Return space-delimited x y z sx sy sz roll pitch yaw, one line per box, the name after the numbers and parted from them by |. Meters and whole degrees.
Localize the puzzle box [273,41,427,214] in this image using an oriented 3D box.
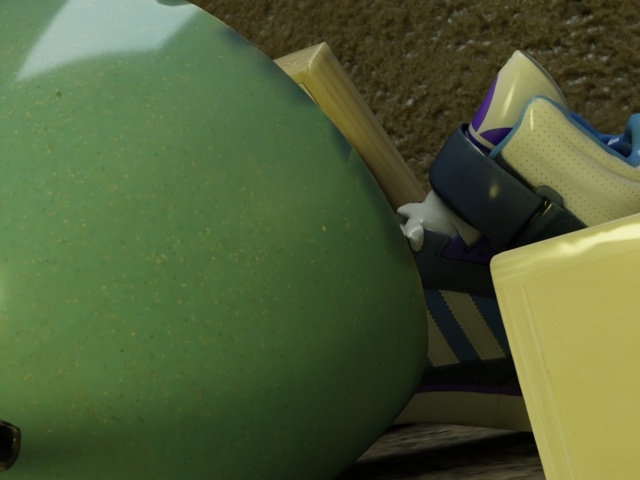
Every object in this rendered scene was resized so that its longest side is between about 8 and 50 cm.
0.000 0.000 1.237 0.272 0.409 0.052 -13 33 40 | puzzle box

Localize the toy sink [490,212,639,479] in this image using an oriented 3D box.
0.226 0.036 0.549 0.234 0.131 0.153 -18 -6 29 | toy sink

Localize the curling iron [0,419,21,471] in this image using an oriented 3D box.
-0.202 0.076 0.428 0.274 0.035 0.068 -13 -4 38 | curling iron

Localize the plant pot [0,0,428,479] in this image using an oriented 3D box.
-0.125 0.050 0.538 0.290 0.290 0.195 -14 26 49 | plant pot

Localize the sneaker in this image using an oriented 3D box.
0.060 -0.010 0.727 0.322 0.236 0.130 6 21 -6 | sneaker
